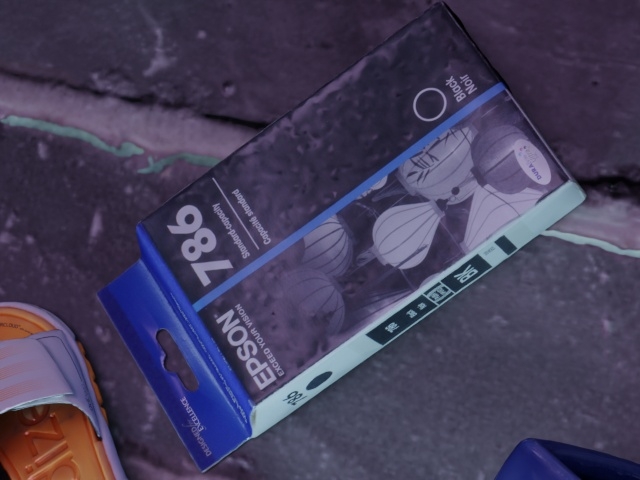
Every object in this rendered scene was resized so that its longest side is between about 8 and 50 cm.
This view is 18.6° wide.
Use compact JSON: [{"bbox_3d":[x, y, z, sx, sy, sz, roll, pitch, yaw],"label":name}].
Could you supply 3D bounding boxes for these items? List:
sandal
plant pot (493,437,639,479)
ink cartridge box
[{"bbox_3d":[-0.195,0.137,1.347,0.102,0.076,0.265,-38,58,7],"label":"sandal"},{"bbox_3d":[0.180,0.272,1.125,0.236,0.236,0.212,41,99,30],"label":"plant pot"},{"bbox_3d":[0.000,0.000,1.338,0.332,0.065,0.165,-38,70,8],"label":"ink cartridge box"}]
